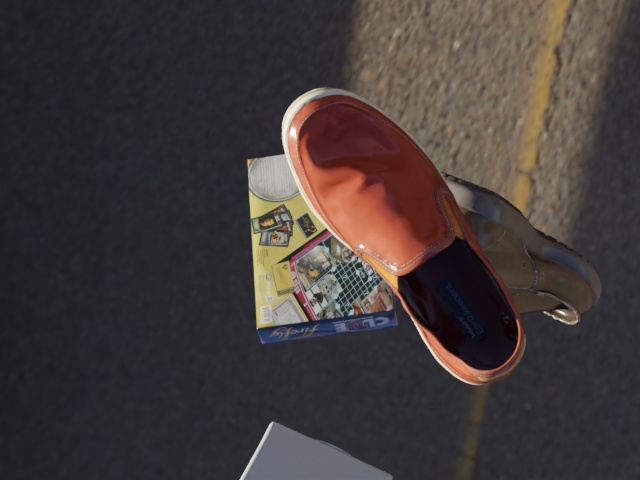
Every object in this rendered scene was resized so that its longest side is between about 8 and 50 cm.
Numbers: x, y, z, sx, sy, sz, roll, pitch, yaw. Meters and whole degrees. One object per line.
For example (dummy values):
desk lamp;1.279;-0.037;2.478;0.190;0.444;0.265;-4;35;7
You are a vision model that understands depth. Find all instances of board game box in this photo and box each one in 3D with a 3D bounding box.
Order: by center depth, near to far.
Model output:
board game box;0.000;0.000;1.829;0.165;0.243;0.042;-7;148;5

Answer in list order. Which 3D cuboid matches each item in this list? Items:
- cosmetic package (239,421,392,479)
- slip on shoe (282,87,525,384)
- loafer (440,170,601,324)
cosmetic package;-0.034;0.257;1.197;0.117;0.231;0.085;25;122;6
slip on shoe;0.085;-0.005;1.416;0.123;0.101;0.331;-36;94;-4
loafer;0.216;0.035;1.855;0.134;0.130;0.366;25;176;43
